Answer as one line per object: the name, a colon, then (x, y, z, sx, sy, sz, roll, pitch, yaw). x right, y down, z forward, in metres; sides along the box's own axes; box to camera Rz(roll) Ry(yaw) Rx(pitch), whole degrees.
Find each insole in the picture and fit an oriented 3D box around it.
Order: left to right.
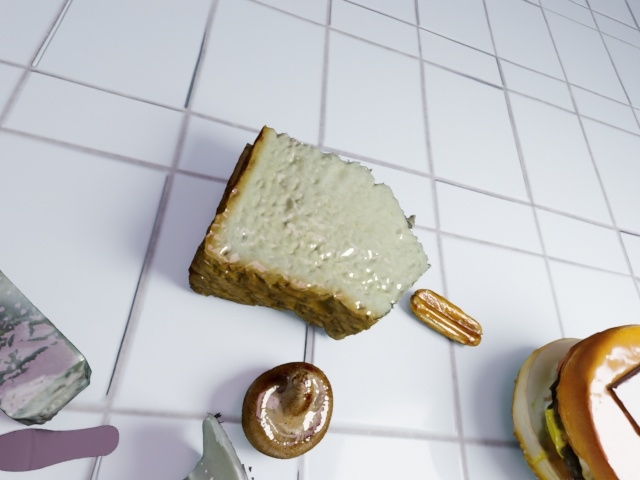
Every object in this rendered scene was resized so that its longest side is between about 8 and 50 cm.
insole: (-0.302, 0.233, 0.495, 0.135, 0.002, 0.045, 1, 64, -21)

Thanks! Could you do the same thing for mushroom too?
mushroom: (-0.041, 0.214, 0.563, 0.126, 0.085, 0.109, -6, 101, -27)

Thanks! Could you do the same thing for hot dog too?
hot dog: (0.212, 0.132, 0.734, 0.144, 0.038, 0.062, 32, 53, -5)

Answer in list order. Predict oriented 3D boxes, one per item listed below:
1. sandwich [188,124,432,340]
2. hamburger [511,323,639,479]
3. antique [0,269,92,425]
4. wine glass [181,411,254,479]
sandwich: (0.000, 0.000, 0.668, 0.326, 0.131, 0.262, 21, 56, -7)
hamburger: (0.435, 0.267, 0.637, 0.291, 0.225, 0.290, 6, 63, -11)
antique: (-0.348, 0.117, 0.489, 0.183, 0.088, 0.086, 43, 57, 4)
wine glass: (-0.220, 0.296, 0.412, 0.321, 0.143, 0.143, -16, 70, -29)
